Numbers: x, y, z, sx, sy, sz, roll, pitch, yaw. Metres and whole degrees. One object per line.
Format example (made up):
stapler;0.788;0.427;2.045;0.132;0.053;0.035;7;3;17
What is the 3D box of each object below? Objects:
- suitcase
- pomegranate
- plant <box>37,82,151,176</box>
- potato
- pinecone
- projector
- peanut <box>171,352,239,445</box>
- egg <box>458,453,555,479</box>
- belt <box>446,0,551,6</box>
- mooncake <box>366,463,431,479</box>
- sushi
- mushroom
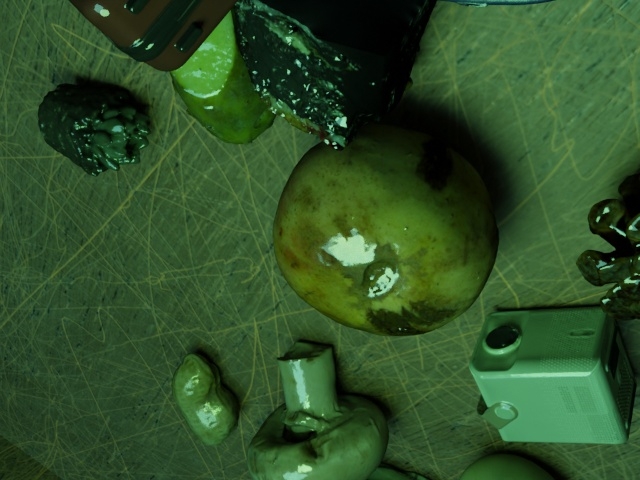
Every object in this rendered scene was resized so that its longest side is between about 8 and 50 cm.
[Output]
suitcase;-0.176;-0.370;0.972;0.236;0.297;0.161;45;-171;37
pomegranate;0.093;-0.014;1.185;0.322;0.322;0.322;18;137;18
plant;-0.383;-0.191;1.447;0.194;0.129;0.132;23;141;19
potato;-0.151;-0.267;1.180;0.141;0.176;0.298;-18;126;9
pinecone;0.427;0.004;1.041;0.202;0.201;0.229;25;142;5
projector;0.357;0.213;1.319;0.242;0.163;0.177;-8;123;35
peanut;-0.261;0.361;1.907;0.137;0.122;0.253;-5;122;36
egg;0.368;0.508;1.575;0.241;0.186;0.186;36;140;-5
belt;0.168;-0.378;0.909;0.347;0.117;0.212;14;136;25
mooncake;0.160;0.611;1.856;0.250;0.136;0.254;17;137;14
sushi;0.012;-0.240;1.067;0.227;0.215;0.212;19;137;17
mushroom;-0.025;0.358;1.653;0.292;0.292;0.290;-6;108;37
